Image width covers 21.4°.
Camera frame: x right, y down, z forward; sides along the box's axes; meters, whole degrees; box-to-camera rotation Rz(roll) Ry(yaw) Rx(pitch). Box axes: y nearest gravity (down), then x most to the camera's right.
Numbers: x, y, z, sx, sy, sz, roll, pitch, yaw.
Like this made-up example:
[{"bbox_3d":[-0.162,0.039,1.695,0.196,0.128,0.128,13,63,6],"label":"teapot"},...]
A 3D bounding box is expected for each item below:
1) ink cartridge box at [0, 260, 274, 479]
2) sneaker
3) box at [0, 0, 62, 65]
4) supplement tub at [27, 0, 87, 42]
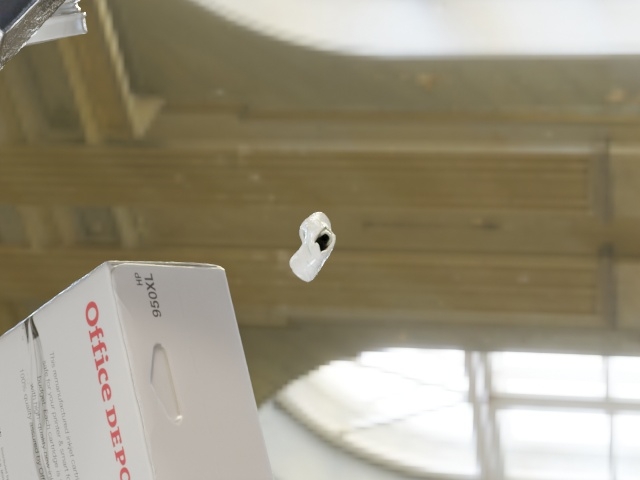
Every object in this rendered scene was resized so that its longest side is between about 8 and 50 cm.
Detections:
[{"bbox_3d":[-0.249,0.226,1.882,0.166,0.395,0.285,2,-114,-42],"label":"ink cartridge box"},{"bbox_3d":[0.000,0.000,2.470,0.061,0.053,0.152,-46,15,29],"label":"sneaker"},{"bbox_3d":[-0.292,-0.455,1.821,0.480,0.297,0.472,-47,11,-9],"label":"box"},{"bbox_3d":[-0.461,-0.437,2.443,0.228,0.228,0.316,-34,-65,-72],"label":"supplement tub"}]
